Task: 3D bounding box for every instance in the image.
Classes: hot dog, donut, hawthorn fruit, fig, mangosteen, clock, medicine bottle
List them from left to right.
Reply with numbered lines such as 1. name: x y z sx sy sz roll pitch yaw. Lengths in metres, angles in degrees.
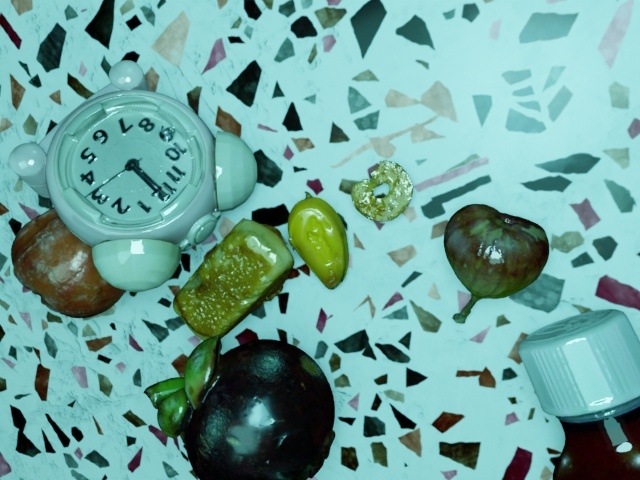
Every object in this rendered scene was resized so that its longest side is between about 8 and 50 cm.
1. hawthorn fruit: -0.464 0.016 1.122 0.242 0.242 0.272 44 81 6
2. clock: -0.317 -0.110 0.998 0.326 0.184 0.342 39 79 10
3. hot dog: -0.148 0.065 1.037 0.150 0.153 0.256 45 114 1
4. mangosteen: -0.124 0.316 1.005 0.311 0.311 0.311 4 103 19
5. donut: 0.111 -0.083 0.973 0.108 0.043 0.097 -33 89 21
6. fig: 0.275 0.038 0.914 0.160 0.230 0.143 16 63 15
7. medicine bottle: 0.459 0.306 0.844 0.242 0.242 0.395 -22 80 22

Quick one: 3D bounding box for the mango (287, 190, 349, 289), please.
1. mango: 0.000 0.000 1.019 0.101 0.066 0.187 -21 99 14
